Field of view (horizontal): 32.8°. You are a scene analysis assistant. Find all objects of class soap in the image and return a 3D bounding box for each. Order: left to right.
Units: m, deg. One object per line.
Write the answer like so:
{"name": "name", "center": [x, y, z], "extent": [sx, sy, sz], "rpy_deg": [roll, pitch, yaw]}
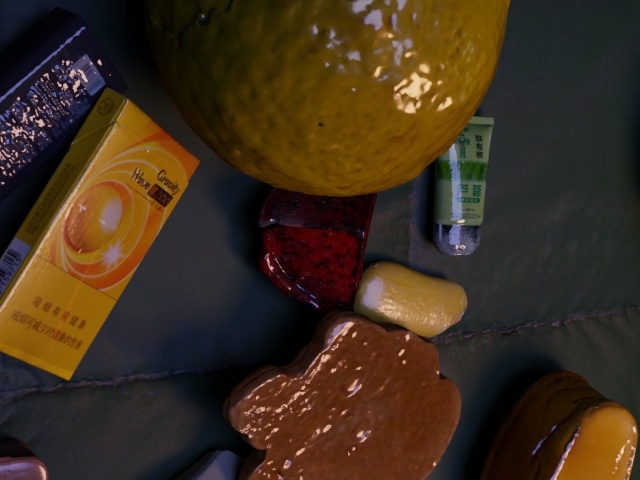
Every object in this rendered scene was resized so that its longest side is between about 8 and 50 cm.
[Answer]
{"name": "soap", "center": [0.110, 0.079, 1.357], "extent": [0.168, 0.033, 0.089], "rpy_deg": [18, 92, -34]}

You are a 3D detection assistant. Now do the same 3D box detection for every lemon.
{"name": "lemon", "center": [0.014, -0.211, 1.055], "extent": [0.387, 0.349, 0.350], "rpy_deg": [44, 76, -39]}

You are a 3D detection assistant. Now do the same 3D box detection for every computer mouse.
{"name": "computer mouse", "center": [-0.142, 0.307, 1.231], "extent": [0.181, 0.056, 0.089], "rpy_deg": [-35, 121, -23]}

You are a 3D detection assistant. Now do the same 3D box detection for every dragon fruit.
{"name": "dragon fruit", "center": [-0.002, -0.001, 1.250], "extent": [0.127, 0.120, 0.161], "rpy_deg": [-70, 168, -50]}

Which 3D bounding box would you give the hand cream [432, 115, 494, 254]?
{"name": "hand cream", "center": [0.176, -0.069, 1.361], "extent": [0.095, 0.046, 0.175], "rpy_deg": [0, 98, -30]}

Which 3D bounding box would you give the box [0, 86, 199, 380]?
{"name": "box", "center": [-0.232, -0.001, 1.080], "extent": [0.269, 0.043, 0.152], "rpy_deg": [-60, 151, -7]}

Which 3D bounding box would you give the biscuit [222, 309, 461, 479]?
{"name": "biscuit", "center": [0.027, 0.216, 1.297], "extent": [0.376, 0.051, 0.269], "rpy_deg": [21, 97, -44]}

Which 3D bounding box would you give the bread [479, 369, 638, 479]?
{"name": "bread", "center": [0.317, 0.314, 1.476], "extent": [0.195, 0.142, 0.270], "rpy_deg": [24, 89, -37]}

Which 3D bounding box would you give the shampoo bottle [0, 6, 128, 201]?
{"name": "shampoo bottle", "center": [-0.324, -0.083, 1.014], "extent": [0.309, 0.071, 0.098], "rpy_deg": [-46, 138, -17]}

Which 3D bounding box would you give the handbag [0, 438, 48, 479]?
{"name": "handbag", "center": [-0.369, 0.279, 1.069], "extent": [0.193, 0.072, 0.151], "rpy_deg": [-6, 103, -34]}
